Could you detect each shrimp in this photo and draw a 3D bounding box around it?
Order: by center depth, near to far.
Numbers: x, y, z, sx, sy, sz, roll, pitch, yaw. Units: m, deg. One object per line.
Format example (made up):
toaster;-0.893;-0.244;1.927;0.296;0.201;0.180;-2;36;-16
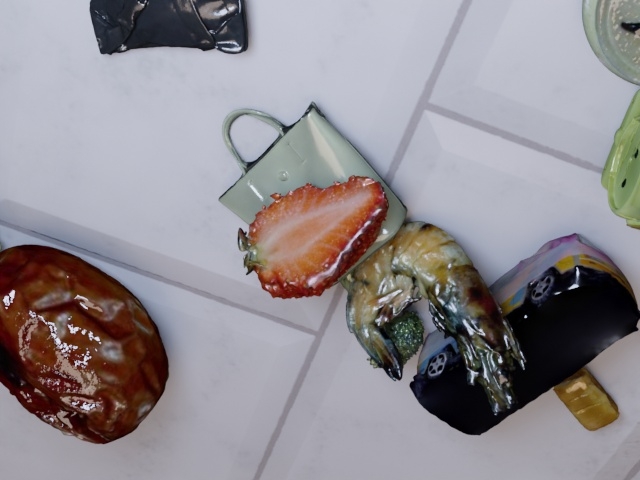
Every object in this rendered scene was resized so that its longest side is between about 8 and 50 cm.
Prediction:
shrimp;0.165;0.132;1.314;0.233;0.365;0.071;-38;147;16

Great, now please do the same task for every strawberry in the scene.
strawberry;0.000;0.007;1.274;0.236;0.175;0.107;-5;160;22

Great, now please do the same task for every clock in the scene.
clock;0.451;-0.094;1.154;0.069;0.232;0.170;13;124;1

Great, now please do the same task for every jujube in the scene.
jujube;-0.443;0.180;1.489;0.377;0.276;0.276;35;123;-10

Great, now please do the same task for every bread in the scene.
bread;0.477;0.285;1.512;0.074;0.053;0.132;-29;116;26

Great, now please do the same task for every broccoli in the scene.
broccoli;0.096;0.125;1.449;0.204;0.122;0.118;54;139;-6

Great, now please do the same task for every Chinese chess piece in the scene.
Chinese chess piece;0.459;-0.312;1.092;0.238;0.092;0.237;5;123;7

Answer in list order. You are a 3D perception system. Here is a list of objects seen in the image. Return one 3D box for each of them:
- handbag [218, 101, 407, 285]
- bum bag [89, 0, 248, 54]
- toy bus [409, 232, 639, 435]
handbag;-0.035;-0.081;1.333;0.315;0.109;0.241;42;120;-13
bum bag;-0.225;-0.327;1.225;0.248;0.060;0.123;-1;124;12
toy bus;0.326;0.142;1.377;0.171;0.162;0.386;35;123;-19
